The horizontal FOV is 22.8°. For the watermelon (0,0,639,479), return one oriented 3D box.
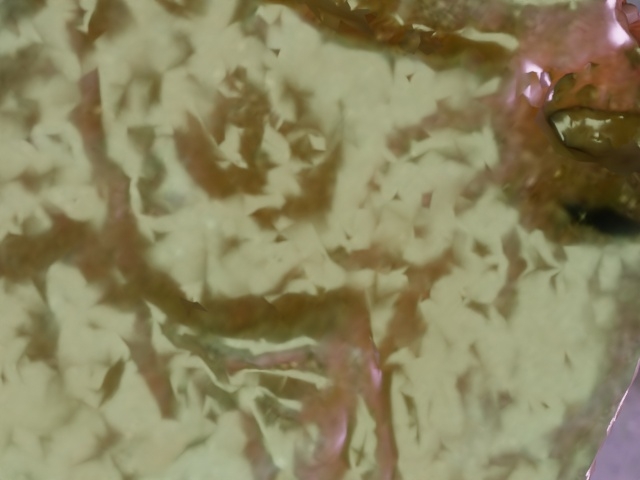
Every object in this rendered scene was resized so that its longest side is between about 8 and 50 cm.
[{"bbox_3d":[-0.005,0.005,0.507,0.264,0.151,0.302,33,89,-6],"label":"watermelon"}]
